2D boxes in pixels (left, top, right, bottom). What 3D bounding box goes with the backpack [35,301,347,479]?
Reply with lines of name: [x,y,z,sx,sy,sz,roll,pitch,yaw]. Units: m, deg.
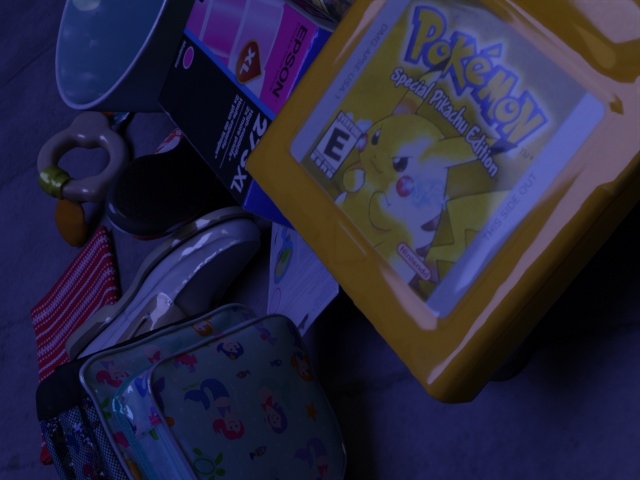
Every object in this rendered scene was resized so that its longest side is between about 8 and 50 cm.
backpack: [-0.094,0.193,0.983,0.191,0.225,0.253,-21,88,44]

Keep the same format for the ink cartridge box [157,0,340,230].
ink cartridge box: [-0.049,-0.139,1.070,0.371,0.069,0.175,46,117,53]

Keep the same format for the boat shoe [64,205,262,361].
boat shoe: [-0.160,0.083,1.264,0.302,0.113,0.103,-43,63,30]

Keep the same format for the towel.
towel: [-0.322,0.137,1.513,0.199,0.031,0.274,-46,41,29]

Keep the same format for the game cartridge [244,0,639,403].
game cartridge: [0.106,-0.095,0.822,0.285,0.053,0.323,50,117,35]

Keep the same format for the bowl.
bowl: [-0.182,-0.280,1.411,0.312,0.163,0.311,-29,51,43]

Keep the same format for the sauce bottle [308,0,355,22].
sauce bottle: [0.043,-0.247,1.135,0.344,0.111,0.111,-57,37,22]

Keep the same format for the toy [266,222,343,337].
toy: [0.000,0.000,1.112,0.137,0.056,0.237,-52,31,42]

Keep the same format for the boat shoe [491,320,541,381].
boat shoe: [0.137,-0.047,0.907,0.111,0.104,0.307,-6,69,53]

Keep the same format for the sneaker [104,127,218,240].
sneaker: [-0.186,-0.039,1.285,0.145,0.090,0.270,-50,6,32]

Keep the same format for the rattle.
rattle: [-0.310,-0.111,1.621,0.130,0.142,0.199,-4,49,20]
